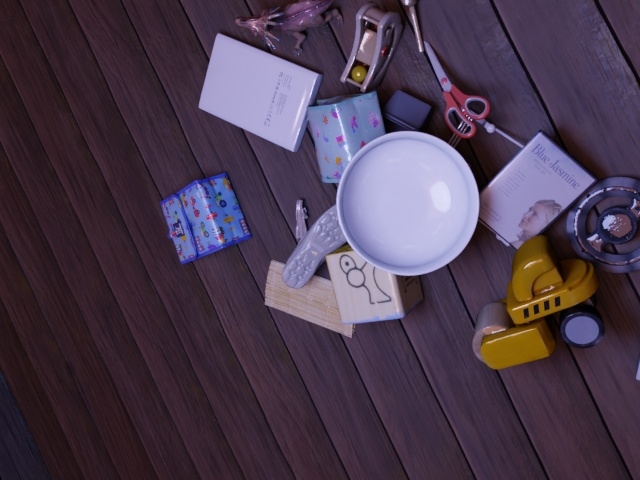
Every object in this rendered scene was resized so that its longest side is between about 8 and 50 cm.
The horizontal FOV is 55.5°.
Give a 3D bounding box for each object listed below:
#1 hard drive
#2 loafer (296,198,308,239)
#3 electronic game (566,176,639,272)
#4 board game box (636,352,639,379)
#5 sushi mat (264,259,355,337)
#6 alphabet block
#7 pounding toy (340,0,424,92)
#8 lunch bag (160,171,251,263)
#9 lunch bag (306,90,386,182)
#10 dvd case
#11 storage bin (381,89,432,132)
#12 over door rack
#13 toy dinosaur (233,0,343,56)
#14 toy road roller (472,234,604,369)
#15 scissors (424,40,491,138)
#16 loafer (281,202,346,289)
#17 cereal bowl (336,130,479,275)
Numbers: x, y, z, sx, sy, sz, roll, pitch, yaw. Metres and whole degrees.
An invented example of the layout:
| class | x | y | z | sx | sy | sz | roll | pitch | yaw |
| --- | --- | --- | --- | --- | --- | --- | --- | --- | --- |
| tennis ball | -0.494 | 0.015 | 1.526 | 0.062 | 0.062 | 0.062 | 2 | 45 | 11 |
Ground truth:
| class | x | y | z | sx | sy | sz | roll | pitch | yaw |
| --- | --- | --- | --- | --- | --- | --- | --- | --- | --- |
| hard drive | -0.184 | -0.437 | 1.791 | 0.353 | 0.047 | 0.233 | 27 | 112 | 18 |
| loafer | -0.052 | -0.063 | 1.813 | 0.039 | 0.045 | 0.125 | 4 | 110 | 8 |
| electronic game | 0.702 | -0.036 | 1.437 | 0.229 | 0.048 | 0.230 | 6 | 102 | 32 |
| board game box | 0.868 | 0.194 | 1.379 | 0.223 | 0.097 | 0.304 | 13 | 105 | 25 |
| sushi mat | -0.029 | 0.175 | 1.861 | 0.316 | 0.019 | 0.152 | 18 | 110 | 22 |
| alphabet block | 0.151 | 0.101 | 1.659 | 0.192 | 0.193 | 0.197 | -10 | 96 | 26 |
| pounding toy | 0.168 | -0.501 | 1.543 | 0.154 | 0.154 | 0.270 | 31 | 113 | 18 |
| lunch bag | -0.394 | -0.060 | 1.949 | 0.293 | 0.138 | 0.221 | -19 | 93 | 41 |
| lunch bag | 0.060 | -0.272 | 1.624 | 0.262 | 0.160 | 0.224 | 16 | 126 | 63 |
| dvd case | 0.503 | -0.113 | 1.458 | 0.180 | 0.022 | 0.253 | 40 | 114 | -2 |
| storage bin | 0.226 | -0.325 | 1.596 | 0.135 | 0.098 | 0.091 | 33 | 85 | 17 |
| over door rack | 0.412 | -0.164 | 1.522 | 0.324 | 0.108 | 0.240 | 36 | 115 | 15 |
| toy dinosaur | -0.061 | -0.593 | 1.610 | 0.295 | 0.200 | 0.127 | -23 | 90 | 28 |
| toy road roller | 0.499 | 0.138 | 1.465 | 0.329 | 0.202 | 0.241 | -26 | 102 | 25 |
| scissors | 0.309 | -0.377 | 1.517 | 0.109 | 0.021 | 0.297 | -47 | 60 | 22 |
| loafer | 0.000 | 0.000 | 1.760 | 0.112 | 0.111 | 0.319 | 41 | 100 | -12 |
| cereal bowl | 0.203 | -0.089 | 1.475 | 0.338 | 0.141 | 0.339 | 0 | 94 | 0 |
